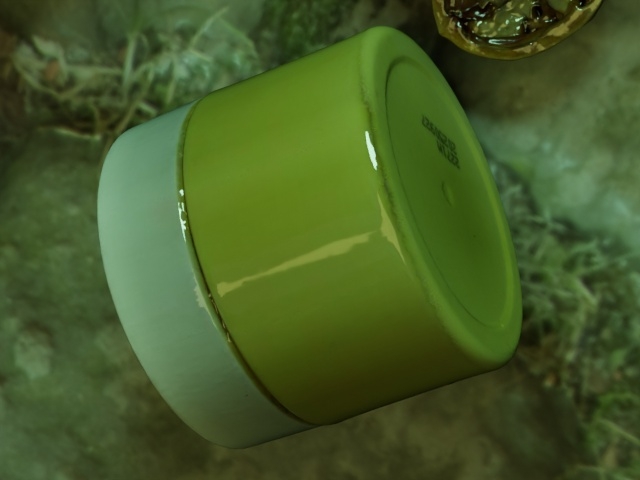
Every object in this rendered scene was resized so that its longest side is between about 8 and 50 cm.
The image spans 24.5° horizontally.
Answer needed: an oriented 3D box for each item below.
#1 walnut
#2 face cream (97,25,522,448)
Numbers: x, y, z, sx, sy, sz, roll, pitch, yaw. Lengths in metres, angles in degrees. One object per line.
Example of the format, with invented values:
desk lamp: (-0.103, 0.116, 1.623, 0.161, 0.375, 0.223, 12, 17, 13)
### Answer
walnut: (0.127, -0.162, 0.900, 0.121, 0.052, 0.091, -27, 94, 21)
face cream: (0.000, 0.000, 0.899, 0.179, 0.218, 0.218, -20, 98, 22)
